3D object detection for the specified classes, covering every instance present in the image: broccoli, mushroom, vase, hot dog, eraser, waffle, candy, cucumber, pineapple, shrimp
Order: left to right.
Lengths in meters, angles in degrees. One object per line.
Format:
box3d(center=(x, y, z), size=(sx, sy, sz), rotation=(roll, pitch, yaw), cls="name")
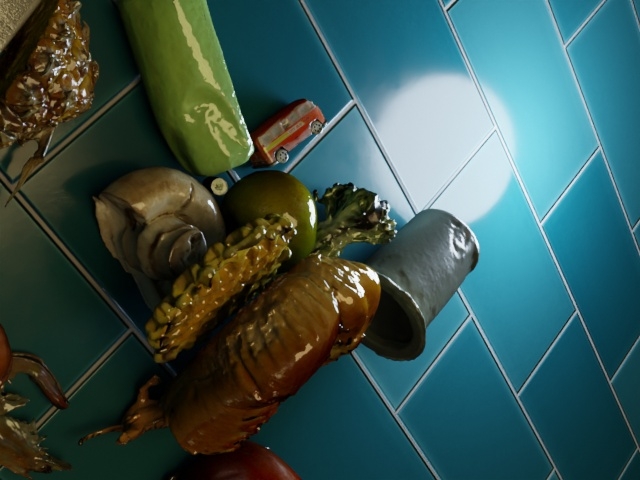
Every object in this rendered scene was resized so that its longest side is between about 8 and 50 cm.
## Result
box3d(center=(-0.510, -0.279, 1.217), size=(0.061, 0.089, 0.352), rotation=(42, 72, -33), cls="eraser")
box3d(center=(-0.487, 0.282, 1.366), size=(0.253, 0.058, 0.173), rotation=(44, 62, -33), cls="shrimp")
box3d(center=(-0.412, -0.225, 1.265), size=(0.158, 0.161, 0.335), rotation=(46, 67, -38), cls="pineapple")
box3d(center=(-0.245, -0.014, 1.419), size=(0.189, 0.195, 0.254), rotation=(-40, 123, -31), cls="mushroom")
box3d(center=(-0.227, -0.280, 1.426), size=(0.142, 0.131, 0.344), rotation=(-38, 120, -39), cls="candy")
box3d(center=(-0.192, -0.099, 1.492), size=(0.032, 0.133, 0.032), rotation=(-2, 96, -16), cls="cucumber")
box3d(center=(-0.156, 0.068, 1.361), size=(0.329, 0.062, 0.329), rotation=(-43, 166, -13), cls="waffle")
box3d(center=(-0.064, 0.178, 1.441), size=(0.196, 0.365, 0.367), rotation=(44, 40, 4), cls="hot dog")
box3d(center=(0.004, 0.006, 1.678), size=(0.304, 0.165, 0.146), rotation=(-33, 125, -16), cls="broccoli")
box3d(center=(0.200, 0.083, 1.800), size=(0.291, 0.245, 0.245), rotation=(-41, 122, -36), cls="vase")

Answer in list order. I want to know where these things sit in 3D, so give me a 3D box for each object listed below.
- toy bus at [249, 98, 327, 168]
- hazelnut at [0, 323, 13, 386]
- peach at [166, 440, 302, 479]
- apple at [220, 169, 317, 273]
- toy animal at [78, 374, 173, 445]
box3d(center=(-0.069, -0.209, 1.609), size=(0.174, 0.079, 0.077), rotation=(-42, 112, -27), cls="toy bus")
box3d(center=(-0.548, 0.162, 1.225), size=(0.182, 0.182, 0.182), rotation=(-8, 103, -39), cls="hazelnut")
box3d(center=(-0.137, 0.590, 1.584), size=(0.339, 0.353, 0.417), rotation=(-3, 58, -46), cls="peach")
box3d(center=(-0.099, -0.033, 1.538), size=(0.156, 0.196, 0.197), rotation=(-11, 105, -33), cls="apple")
box3d(center=(-0.319, 0.321, 1.495), size=(0.255, 0.116, 0.114), rotation=(-4, 58, -36), cls="toy animal")
